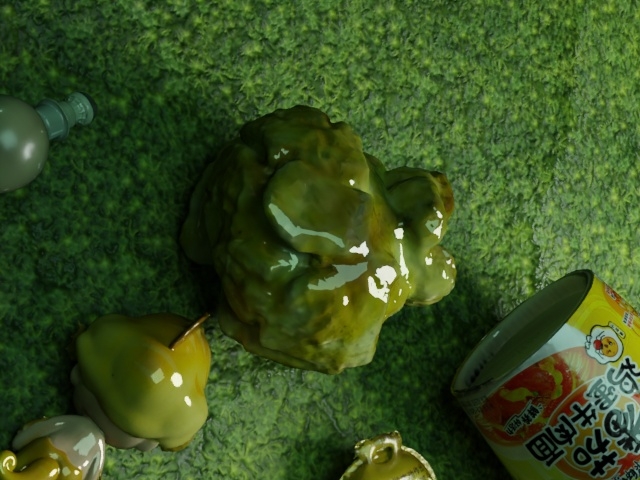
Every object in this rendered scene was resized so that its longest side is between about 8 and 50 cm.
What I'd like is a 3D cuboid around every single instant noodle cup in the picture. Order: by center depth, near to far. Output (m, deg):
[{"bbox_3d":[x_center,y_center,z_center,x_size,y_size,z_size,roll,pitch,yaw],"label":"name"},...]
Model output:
[{"bbox_3d":[0.281,0.167,1.576,0.200,0.264,0.264,49,60,-6],"label":"instant noodle cup"}]

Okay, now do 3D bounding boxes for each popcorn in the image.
[{"bbox_3d":[0.006,0.001,1.431,0.276,0.225,0.277,3,83,-30],"label":"popcorn"}]

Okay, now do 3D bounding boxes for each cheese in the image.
[{"bbox_3d":[0.071,0.323,1.514,0.156,0.064,0.250,-12,98,-33],"label":"cheese"}]

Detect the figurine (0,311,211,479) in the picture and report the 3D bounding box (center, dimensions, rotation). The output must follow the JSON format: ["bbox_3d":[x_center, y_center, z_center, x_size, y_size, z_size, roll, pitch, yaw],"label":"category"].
[{"bbox_3d":[-0.194,0.154,1.346,0.156,0.131,0.246,44,71,-2],"label":"figurine"}]

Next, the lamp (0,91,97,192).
[{"bbox_3d":[-0.269,-0.104,1.363,0.163,0.091,0.091,-32,100,-46],"label":"lamp"}]
